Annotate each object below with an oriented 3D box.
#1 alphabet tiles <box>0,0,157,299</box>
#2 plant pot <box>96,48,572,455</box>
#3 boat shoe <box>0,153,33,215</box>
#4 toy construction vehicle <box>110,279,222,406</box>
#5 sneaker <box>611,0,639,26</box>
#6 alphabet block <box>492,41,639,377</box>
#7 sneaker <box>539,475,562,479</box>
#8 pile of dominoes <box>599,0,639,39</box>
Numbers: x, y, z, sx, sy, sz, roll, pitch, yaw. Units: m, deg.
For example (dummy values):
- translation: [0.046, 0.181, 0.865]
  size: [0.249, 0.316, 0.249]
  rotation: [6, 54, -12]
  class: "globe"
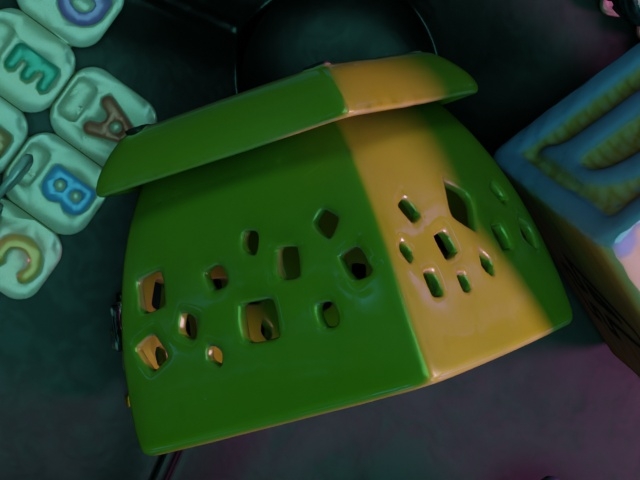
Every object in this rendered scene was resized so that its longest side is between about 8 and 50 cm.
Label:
- translation: [-0.268, -0.099, 1.372]
  size: [0.278, 0.021, 0.284]
  rotation: [36, 88, -11]
  class: "alphabet tiles"
- translation: [0.000, 0.000, 1.293]
  size: [0.227, 0.228, 0.207]
  rotation: [-16, 90, 30]
  class: "plant pot"
- translation: [-0.265, -0.035, 1.311]
  size: [0.156, 0.136, 0.367]
  rotation: [-6, 86, -12]
  class: "boat shoe"
- translation: [-0.107, 0.064, 1.410]
  size: [0.086, 0.035, 0.098]
  rotation: [-11, 100, -19]
  class: "toy construction vehicle"
- translation: [0.257, -0.289, 1.387]
  size: [0.122, 0.110, 0.283]
  rotation: [4, 92, -8]
  class: "sneaker"
- translation: [0.266, -0.012, 1.353]
  size: [0.192, 0.193, 0.197]
  rotation: [-36, 117, -1]
  class: "alphabet block"
- translation: [0.125, 0.284, 1.442]
  size: [0.091, 0.094, 0.258]
  rotation: [44, 103, 32]
  class: "sneaker"
- translation: [0.332, -0.191, 1.463]
  size: [0.251, 0.040, 0.196]
  rotation: [34, 90, -2]
  class: "pile of dominoes"
